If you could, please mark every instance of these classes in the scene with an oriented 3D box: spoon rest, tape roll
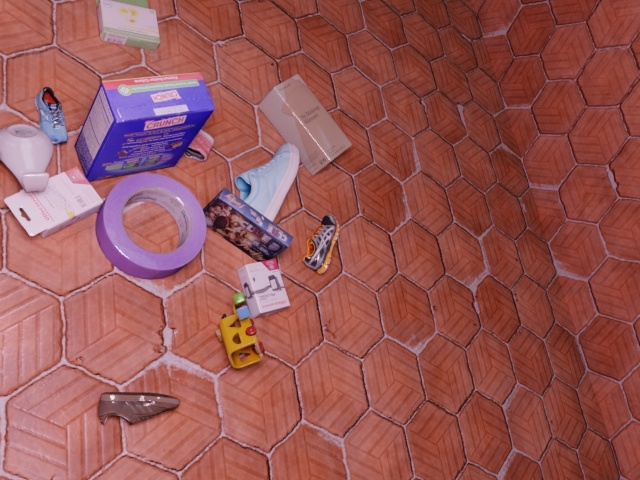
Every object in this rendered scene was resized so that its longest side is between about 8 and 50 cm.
[{"bbox_3d":[-0.709,-0.197,1.336,0.137,0.084,0.276,-6,40,-32],"label":"spoon rest"},{"bbox_3d":[-0.451,-0.038,1.487,0.275,0.090,0.275,15,61,-29],"label":"tape roll"}]

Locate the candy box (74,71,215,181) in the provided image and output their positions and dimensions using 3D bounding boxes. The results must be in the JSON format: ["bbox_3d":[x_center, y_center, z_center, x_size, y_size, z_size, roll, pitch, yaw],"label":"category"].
[{"bbox_3d":[-0.463,-0.292,1.443,0.268,0.317,0.122,-19,81,-40],"label":"candy box"}]

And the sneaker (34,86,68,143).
[{"bbox_3d":[-0.703,-0.327,1.446,0.063,0.073,0.162,-19,81,-40],"label":"sneaker"}]

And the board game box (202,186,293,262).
[{"bbox_3d":[-0.220,-0.036,1.603,0.243,0.165,0.042,36,53,-17],"label":"board game box"}]

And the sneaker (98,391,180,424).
[{"bbox_3d":[-0.434,0.403,1.328,0.188,0.066,0.071,11,80,-26],"label":"sneaker"}]

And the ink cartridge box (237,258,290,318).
[{"bbox_3d":[-0.166,0.141,1.628,0.109,0.063,0.150,-11,76,-38],"label":"ink cartridge box"}]

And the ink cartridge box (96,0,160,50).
[{"bbox_3d":[-0.599,-0.711,1.710,0.171,0.056,0.235,-1,73,-36],"label":"ink cartridge box"}]

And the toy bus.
[{"bbox_3d":[-0.228,0.246,1.505,0.104,0.202,0.191,-21,89,-9],"label":"toy bus"}]

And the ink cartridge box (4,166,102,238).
[{"bbox_3d":[-0.662,-0.087,1.371,0.198,0.067,0.115,-37,93,-42],"label":"ink cartridge box"}]

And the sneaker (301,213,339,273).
[{"bbox_3d":[0.000,0.000,1.802,0.083,0.084,0.215,25,58,-19],"label":"sneaker"}]

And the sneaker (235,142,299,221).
[{"bbox_3d":[-0.177,-0.192,1.725,0.150,0.135,0.366,34,53,-23],"label":"sneaker"}]

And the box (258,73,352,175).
[{"bbox_3d":[-0.053,-0.399,1.916,0.311,0.121,0.148,51,51,-6],"label":"box"}]

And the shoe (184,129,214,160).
[{"bbox_3d":[-0.406,-0.311,1.659,0.178,0.063,0.081,32,49,-26],"label":"shoe"}]
